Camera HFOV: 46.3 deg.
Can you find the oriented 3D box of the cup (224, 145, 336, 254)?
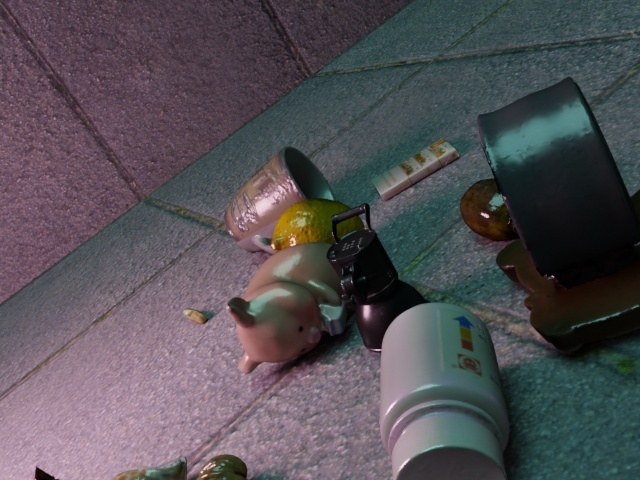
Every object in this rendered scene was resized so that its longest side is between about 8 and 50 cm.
[{"bbox_3d":[-0.110,-0.058,1.946,0.257,0.227,0.301,-37,36,21],"label":"cup"}]

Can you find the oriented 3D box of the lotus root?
[{"bbox_3d":[0.337,-0.064,1.458,0.120,0.120,0.209,-36,23,-9],"label":"lotus root"}]

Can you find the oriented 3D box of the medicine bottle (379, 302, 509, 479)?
[{"bbox_3d":[0.165,0.224,1.010,0.170,0.170,0.293,-25,22,17],"label":"medicine bottle"}]

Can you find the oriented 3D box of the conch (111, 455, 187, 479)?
[{"bbox_3d":[-0.299,0.435,1.280,0.173,0.106,0.116,-25,5,-26],"label":"conch"}]

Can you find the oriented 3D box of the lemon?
[{"bbox_3d":[0.000,0.000,1.648,0.257,0.188,0.188,-2,-1,-40],"label":"lemon"}]

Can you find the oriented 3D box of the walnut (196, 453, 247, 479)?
[{"bbox_3d":[-0.159,0.390,1.214,0.092,0.092,0.092,-27,23,13],"label":"walnut"}]

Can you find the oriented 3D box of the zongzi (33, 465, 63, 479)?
[{"bbox_3d":[-0.558,0.508,1.540,0.067,0.074,0.083,-126,54,-67],"label":"zongzi"}]

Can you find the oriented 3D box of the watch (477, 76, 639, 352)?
[{"bbox_3d":[0.373,-0.063,1.123,0.314,0.326,0.335,-24,24,20],"label":"watch"}]

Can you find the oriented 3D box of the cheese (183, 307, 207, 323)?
[{"bbox_3d":[-0.318,0.187,1.882,0.083,0.044,0.030,12,65,57],"label":"cheese"}]

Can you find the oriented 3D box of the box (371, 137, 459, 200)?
[{"bbox_3d":[0.242,-0.185,1.932,0.220,0.032,0.122,-31,22,5],"label":"box"}]

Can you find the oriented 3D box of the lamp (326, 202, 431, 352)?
[{"bbox_3d":[0.089,0.074,1.341,0.147,0.227,0.172,-20,25,27],"label":"lamp"}]

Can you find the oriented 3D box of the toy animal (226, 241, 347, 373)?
[{"bbox_3d":[-0.049,0.133,1.483,0.213,0.195,0.256,7,38,15],"label":"toy animal"}]
